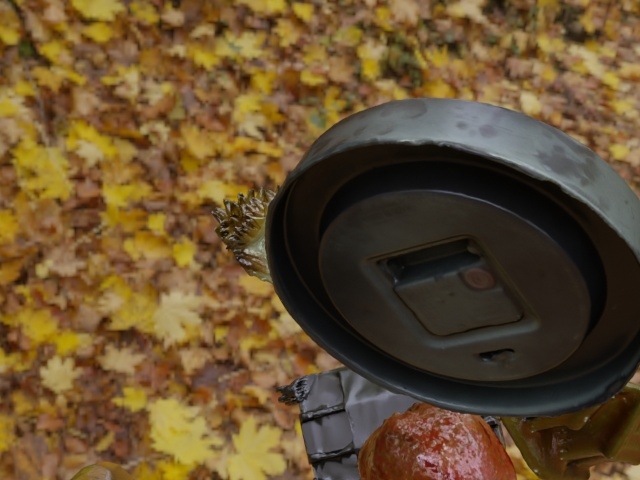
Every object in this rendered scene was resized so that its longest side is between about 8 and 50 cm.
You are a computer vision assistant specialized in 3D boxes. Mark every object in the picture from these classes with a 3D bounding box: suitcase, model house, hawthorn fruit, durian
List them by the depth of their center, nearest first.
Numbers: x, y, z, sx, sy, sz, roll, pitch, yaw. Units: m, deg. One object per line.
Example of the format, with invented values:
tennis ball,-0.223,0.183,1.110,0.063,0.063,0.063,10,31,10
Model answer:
durian,0.000,0.000,1.215,0.252,0.144,0.139,23,66,-18
hawthorn fruit,0.168,0.338,1.378,0.205,0.205,0.253,-20,74,-35
model house,0.453,0.297,1.727,0.268,0.239,0.173,19,57,-49
suitcase,0.153,0.364,2.056,0.433,0.194,0.283,-17,72,9

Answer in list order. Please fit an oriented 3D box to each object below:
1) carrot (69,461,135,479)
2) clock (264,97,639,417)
carrot,-0.324,0.409,1.336,0.114,0.114,0.302,11,29,8
clock,0.111,0.025,0.849,0.325,0.325,0.067,15,50,13
